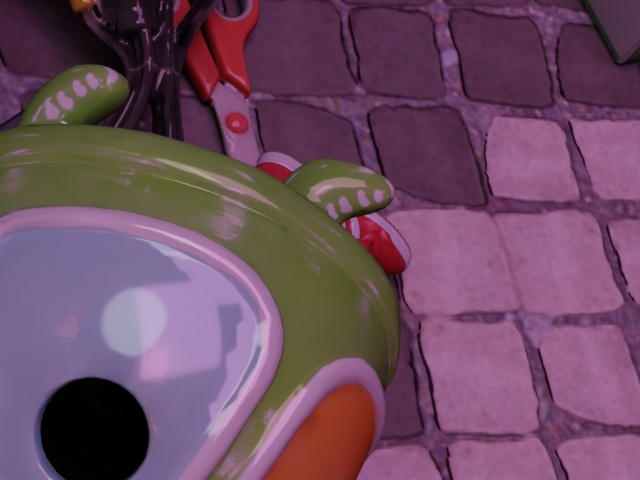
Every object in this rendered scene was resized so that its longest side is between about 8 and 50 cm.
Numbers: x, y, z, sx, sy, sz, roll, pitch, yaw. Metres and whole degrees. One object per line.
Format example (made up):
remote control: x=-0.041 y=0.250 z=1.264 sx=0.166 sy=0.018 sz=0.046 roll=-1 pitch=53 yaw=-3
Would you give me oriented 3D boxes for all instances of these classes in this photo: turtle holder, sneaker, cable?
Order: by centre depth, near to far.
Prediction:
turtle holder: x=-0.125 y=0.059 z=0.952 sx=0.320 sy=0.243 sz=0.227 roll=30 pitch=53 yaw=-17
sneaker: x=0.000 y=0.000 z=1.197 sx=0.118 sy=0.042 sz=0.067 roll=34 pitch=44 yaw=-10
cable: x=-0.115 y=-0.117 z=1.205 sx=0.139 sy=0.072 sz=0.287 roll=6 pitch=67 yaw=-35

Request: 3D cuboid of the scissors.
scissors: x=-0.052 y=-0.093 z=1.250 sx=0.109 sy=0.021 sz=0.297 roll=-18 pitch=70 yaw=-32

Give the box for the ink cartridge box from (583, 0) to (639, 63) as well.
ink cartridge box: x=0.291 y=-0.235 z=1.453 sx=0.212 sy=0.093 sz=0.154 roll=-16 pitch=69 yaw=-30

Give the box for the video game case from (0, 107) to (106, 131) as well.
video game case: x=-0.176 y=0.041 z=1.109 sx=0.196 sy=0.026 sz=0.274 roll=46 pitch=52 yaw=6
